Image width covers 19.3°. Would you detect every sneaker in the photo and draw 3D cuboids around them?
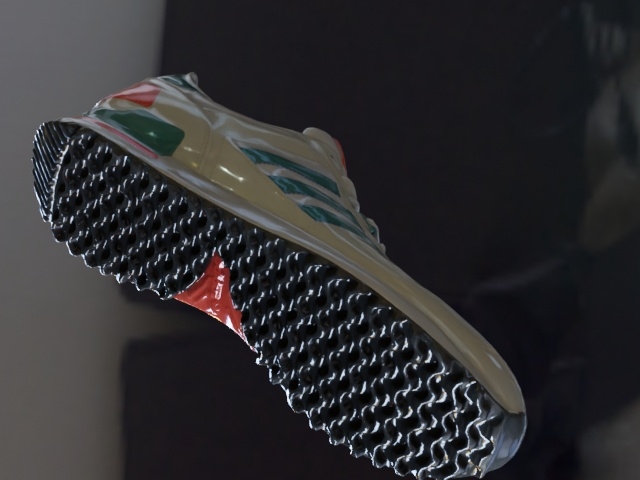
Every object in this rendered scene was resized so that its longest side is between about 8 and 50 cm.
[{"bbox_3d":[0.000,0.000,0.532,0.075,0.161,0.057,-40,-26,-44],"label":"sneaker"}]
